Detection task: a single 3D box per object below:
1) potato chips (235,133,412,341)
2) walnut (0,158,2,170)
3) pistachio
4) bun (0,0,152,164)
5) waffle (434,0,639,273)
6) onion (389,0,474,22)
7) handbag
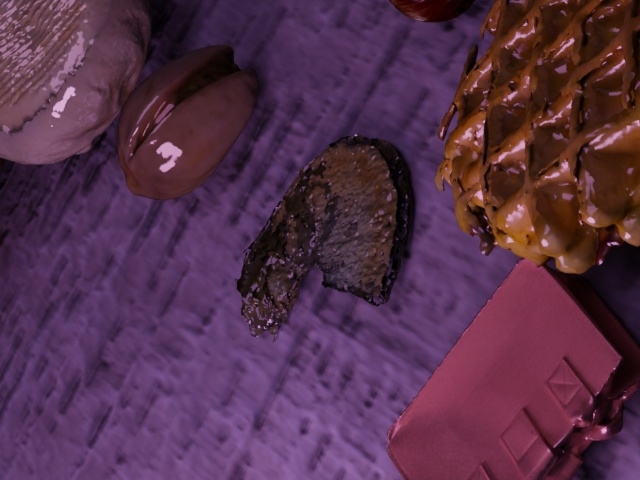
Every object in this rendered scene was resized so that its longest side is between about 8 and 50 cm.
[{"bbox_3d":[0.003,0.001,1.544,0.220,0.029,0.202,-30,51,34],"label":"potato chips"},{"bbox_3d":[-0.529,-0.085,2.011,0.252,0.277,0.313,-46,5,-23],"label":"walnut"},{"bbox_3d":[-0.142,-0.122,1.708,0.185,0.124,0.124,-43,42,4],"label":"pistachio"},{"bbox_3d":[-0.289,-0.215,1.891,0.287,0.146,0.287,-25,53,37],"label":"bun"},{"bbox_3d":[0.218,-0.154,1.249,0.379,0.095,0.382,-65,20,3],"label":"waffle"},{"bbox_3d":[0.099,-0.260,1.494,0.118,0.118,0.117,-17,64,44],"label":"onion"},{"bbox_3d":[0.153,0.134,1.274,0.212,0.059,0.157,-55,39,17],"label":"handbag"}]
